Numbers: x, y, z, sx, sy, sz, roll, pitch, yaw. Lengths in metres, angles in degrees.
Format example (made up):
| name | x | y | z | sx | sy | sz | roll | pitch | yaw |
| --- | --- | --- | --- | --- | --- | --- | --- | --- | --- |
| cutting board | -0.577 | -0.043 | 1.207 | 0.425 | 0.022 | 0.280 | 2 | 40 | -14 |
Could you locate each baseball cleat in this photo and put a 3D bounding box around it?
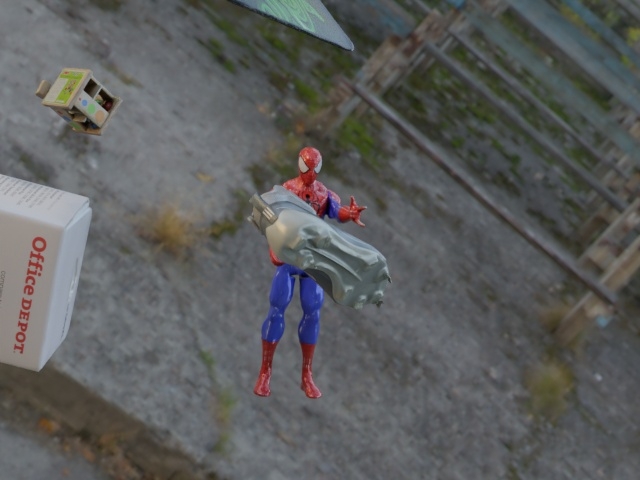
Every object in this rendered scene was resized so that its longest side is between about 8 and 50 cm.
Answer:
| name | x | y | z | sx | sy | sz | roll | pitch | yaw |
| --- | --- | --- | --- | --- | --- | --- | --- | --- | --- |
| baseball cleat | 0.000 | 0.000 | 1.090 | 0.109 | 0.072 | 0.206 | 50 | 5 | 34 |

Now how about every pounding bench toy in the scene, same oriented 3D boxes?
| name | x | y | z | sx | sy | sz | roll | pitch | yaw |
| --- | --- | --- | --- | --- | --- | --- | --- | --- | --- |
| pounding bench toy | -0.283 | -0.160 | 1.255 | 0.083 | 0.052 | 0.065 | 12 | -23 | 41 |

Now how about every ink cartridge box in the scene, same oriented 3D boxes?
| name | x | y | z | sx | sy | sz | roll | pitch | yaw |
| --- | --- | --- | --- | --- | --- | --- | --- | --- | --- |
| ink cartridge box | -0.325 | 0.015 | 0.975 | 0.203 | 0.148 | 0.086 | 14 | 20 | -1 |

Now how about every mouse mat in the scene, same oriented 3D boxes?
| name | x | y | z | sx | sy | sz | roll | pitch | yaw |
| --- | --- | --- | --- | --- | --- | --- | --- | --- | --- |
| mouse mat | -0.061 | -0.221 | 0.814 | 0.152 | 0.007 | 0.189 | 11 | 41 | -50 |

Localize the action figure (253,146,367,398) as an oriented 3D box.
| name | x | y | z | sx | sy | sz | roll | pitch | yaw |
| --- | --- | --- | --- | --- | --- | --- | --- | --- | --- |
| action figure | -0.017 | 0.041 | 1.170 | 0.091 | 0.280 | 0.139 | 3 | 7 | -11 |
